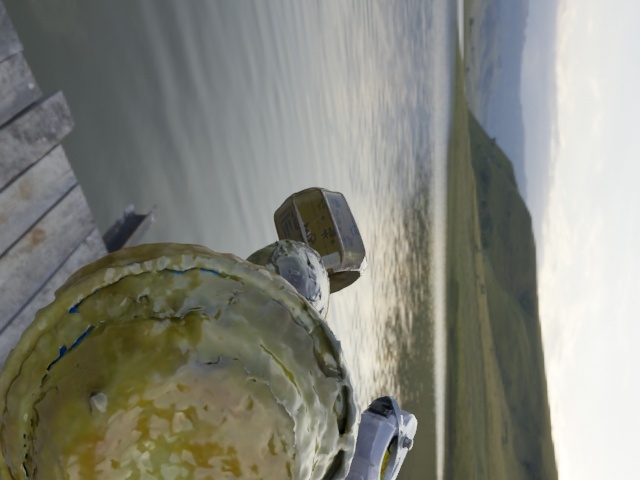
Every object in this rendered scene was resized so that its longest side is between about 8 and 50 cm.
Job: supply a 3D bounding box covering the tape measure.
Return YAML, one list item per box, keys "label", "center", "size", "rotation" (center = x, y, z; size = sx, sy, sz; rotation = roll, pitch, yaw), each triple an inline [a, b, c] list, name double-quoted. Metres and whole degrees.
- label: "tape measure"
  center: [0.118, 0.445, 1.278]
  size: [0.236, 0.120, 0.197]
  rotation: [-60, 148, -27]

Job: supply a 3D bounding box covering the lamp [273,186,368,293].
- label: "lamp"
  center: [0.000, 0.000, 1.131]
  size: [0.161, 0.161, 0.185]
  rotation: [59, 9, -66]

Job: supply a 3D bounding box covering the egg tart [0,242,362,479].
- label: "egg tart"
  center: [-0.142, 0.198, 0.599]
  size: [0.169, 0.387, 0.388]
  rotation: [-128, -147, -75]

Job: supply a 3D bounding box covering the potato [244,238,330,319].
- label: "potato"
  center: [-0.041, 0.073, 0.873]
  size: [0.251, 0.113, 0.150]
  rotation: [33, 51, -68]
